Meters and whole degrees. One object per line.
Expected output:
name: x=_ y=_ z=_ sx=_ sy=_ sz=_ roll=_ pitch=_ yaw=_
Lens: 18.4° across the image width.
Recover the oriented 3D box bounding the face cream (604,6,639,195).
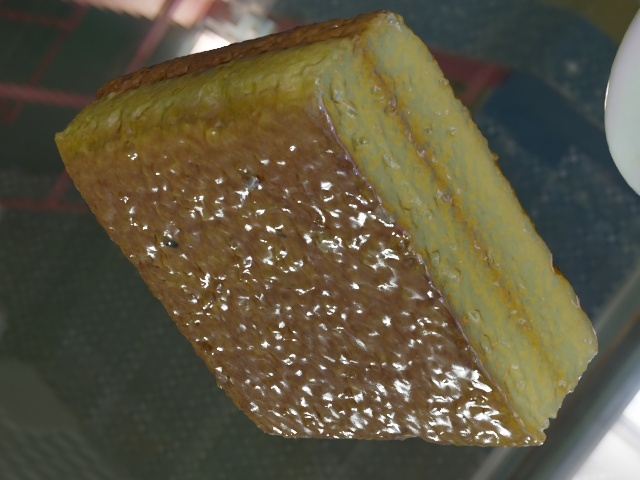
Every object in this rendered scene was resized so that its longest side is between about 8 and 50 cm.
face cream: x=0.250 y=-0.115 z=0.575 sx=0.348 sy=0.173 sz=0.081 roll=-28 pitch=-94 yaw=-26

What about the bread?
bread: x=0.000 y=0.000 z=0.409 sx=0.094 sy=0.035 sz=0.090 roll=-6 pitch=125 yaw=52
